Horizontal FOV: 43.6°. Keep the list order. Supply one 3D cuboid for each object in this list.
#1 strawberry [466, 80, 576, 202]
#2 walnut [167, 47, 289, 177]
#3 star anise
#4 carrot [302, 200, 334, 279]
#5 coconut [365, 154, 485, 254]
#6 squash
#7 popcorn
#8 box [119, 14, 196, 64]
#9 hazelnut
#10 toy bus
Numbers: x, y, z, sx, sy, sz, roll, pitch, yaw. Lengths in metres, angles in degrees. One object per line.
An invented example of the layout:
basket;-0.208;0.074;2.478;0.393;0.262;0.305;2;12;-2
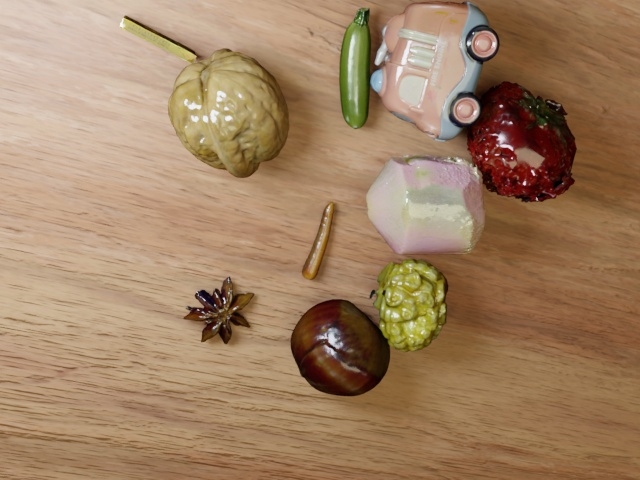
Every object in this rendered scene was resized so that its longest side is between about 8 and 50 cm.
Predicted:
strawberry;0.428;-0.195;1.740;0.274;0.274;0.220;28;132;-19
walnut;-0.176;-0.248;1.590;0.224;0.257;0.257;-9;112;17
star anise;-0.222;0.162;1.804;0.167;0.057;0.168;-3;109;-10
carrot;0.000;0.000;1.812;0.037;0.037;0.190;16;101;-17
coconut;0.218;-0.078;1.733;0.245;0.233;0.233;3;108;-7
squash;0.073;-0.361;1.685;0.066;0.066;0.252;-2;108;-11
popcorn;0.202;0.145;1.826;0.169;0.189;0.218;7;107;-7
box;-0.319;-0.396;1.577;0.156;0.089;0.022;25;104;-17
hazelnut;0.038;0.249;1.823;0.229;0.229;0.230;-4;109;-11
toy bus;0.228;-0.360;1.659;0.232;0.194;0.288;13;106;-8
